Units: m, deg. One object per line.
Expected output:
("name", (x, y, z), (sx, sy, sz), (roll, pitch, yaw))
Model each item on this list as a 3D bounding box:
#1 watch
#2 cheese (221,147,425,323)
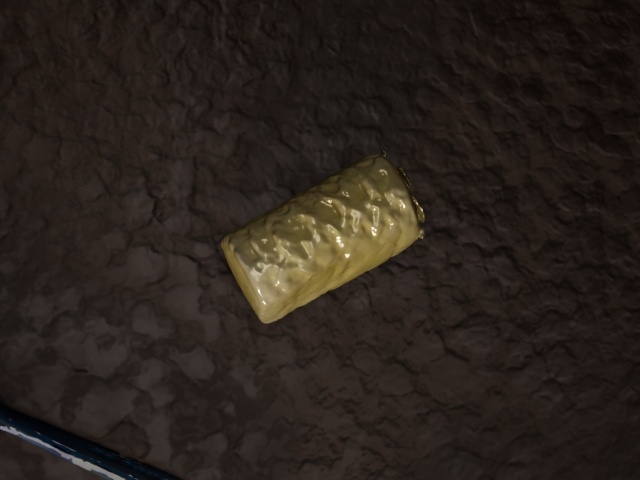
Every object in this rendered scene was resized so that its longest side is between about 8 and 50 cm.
("watch", (-0.223, 0.242, 0.648), (0.276, 0.068, 0.274), (-37, 88, -12))
("cheese", (0.000, 0.000, 0.690), (0.167, 0.123, 0.093), (-30, 86, -14))
